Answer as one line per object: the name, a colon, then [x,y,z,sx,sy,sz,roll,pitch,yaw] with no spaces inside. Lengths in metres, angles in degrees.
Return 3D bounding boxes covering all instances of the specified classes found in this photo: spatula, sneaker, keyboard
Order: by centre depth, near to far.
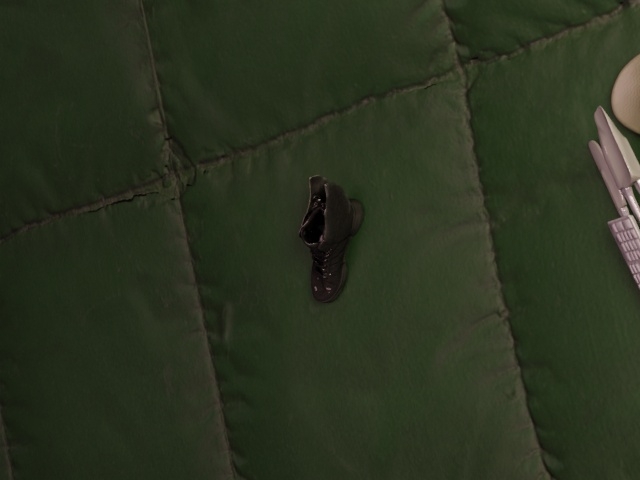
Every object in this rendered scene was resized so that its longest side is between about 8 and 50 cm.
spatula: [0.326,-0.011,1.311,0.019,0.168,0.242,-22,78,-1]
keyboard: [0.360,0.092,1.318,0.014,0.072,0.256,-26,87,-1]
sneaker: [0.002,0.001,1.608,0.051,0.089,0.170,30,111,33]

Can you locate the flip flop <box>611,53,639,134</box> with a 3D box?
flip flop: [0.377,-0.137,1.263,0.277,0.080,0.112,32,116,59]
